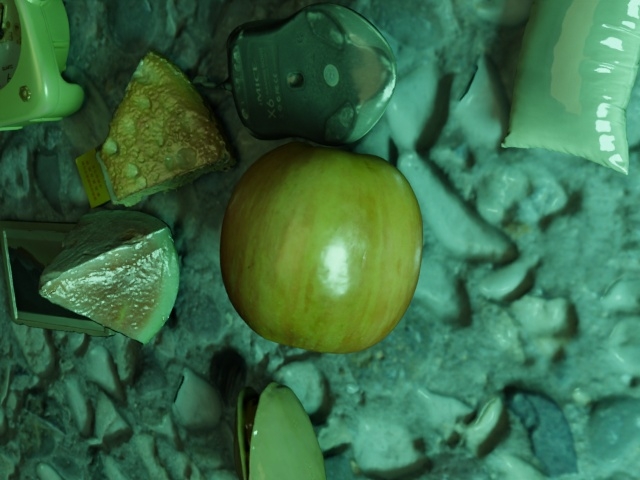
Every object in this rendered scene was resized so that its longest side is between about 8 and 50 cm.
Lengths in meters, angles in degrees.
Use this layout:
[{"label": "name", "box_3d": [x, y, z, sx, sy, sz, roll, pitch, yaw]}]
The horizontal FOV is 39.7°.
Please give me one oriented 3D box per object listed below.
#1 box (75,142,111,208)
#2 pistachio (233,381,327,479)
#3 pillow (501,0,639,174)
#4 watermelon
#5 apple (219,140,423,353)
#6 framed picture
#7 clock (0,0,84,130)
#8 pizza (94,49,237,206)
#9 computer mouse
[{"label": "box", "box_3d": [-0.314, -0.113, 1.368, 0.155, 0.023, 0.087, -21, 84, 36]}, {"label": "pistachio", "box_3d": [-0.063, 0.297, 1.212, 0.129, 0.131, 0.206, -19, 84, 29]}, {"label": "pillow", "box_3d": [0.273, -0.198, 0.893, 0.144, 0.078, 0.254, 22, 111, 31]}, {"label": "watermelon", "box_3d": [-0.318, 0.060, 1.337, 0.136, 0.202, 0.207, -166, 70, -74]}, {"label": "apple", "box_3d": [0.000, 0.000, 1.049, 0.242, 0.242, 0.241, 24, 110, 30]}, {"label": "framed picture", "box_3d": [-0.450, 0.061, 1.507, 0.265, 0.018, 0.192, 2, 102, 35]}, {"label": "clock", "box_3d": [-0.494, -0.335, 1.404, 0.235, 0.096, 0.308, -3, 98, 37]}, {"label": "pizza", "box_3d": [-0.232, -0.158, 1.271, 0.188, 0.080, 0.204, -26, 81, 13]}, {"label": "computer mouse", "box_3d": [-0.035, -0.208, 1.114, 0.379, 0.090, 0.167, 10, 111, 46]}]
